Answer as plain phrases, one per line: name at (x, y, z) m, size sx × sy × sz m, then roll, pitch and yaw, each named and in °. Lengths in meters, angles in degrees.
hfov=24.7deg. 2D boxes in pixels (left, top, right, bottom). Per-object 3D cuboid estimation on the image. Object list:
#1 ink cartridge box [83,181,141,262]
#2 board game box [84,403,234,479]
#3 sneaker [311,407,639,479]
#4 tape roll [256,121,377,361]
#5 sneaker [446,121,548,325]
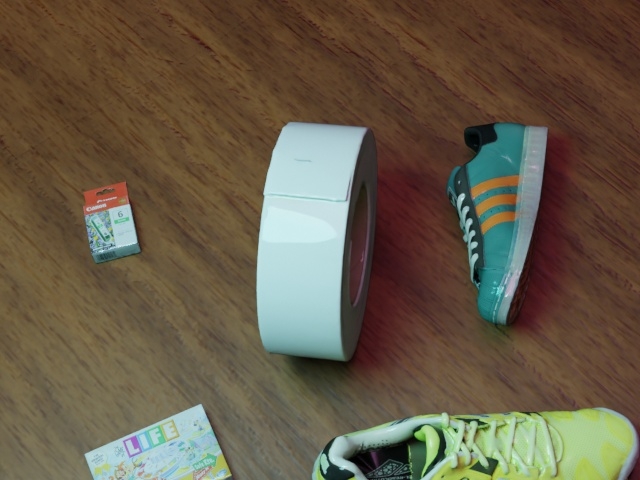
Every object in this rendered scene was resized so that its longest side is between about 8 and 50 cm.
ink cartridge box at (-0.280, -0.031, 1.939) m, size 0.063 × 0.029 × 0.115 m, roll -14°, pitch 61°, yaw -2°
board game box at (-0.194, 0.275, 1.760) m, size 0.154 × 0.026 × 0.103 m, roll -23°, pitch 61°, yaw -7°
sneaker at (0.179, 0.262, 1.662) m, size 0.385 × 0.147 × 0.145 m, roll -12°, pitch 59°, yaw -2°
tape roll at (0.000, 0.000, 1.748) m, size 0.100 × 0.286 × 0.286 m, roll 6°, pitch 62°, yaw 9°
sneaker at (0.214, -0.025, 1.848) m, size 0.121 × 0.108 × 0.302 m, roll 7°, pitch 54°, yaw 10°
